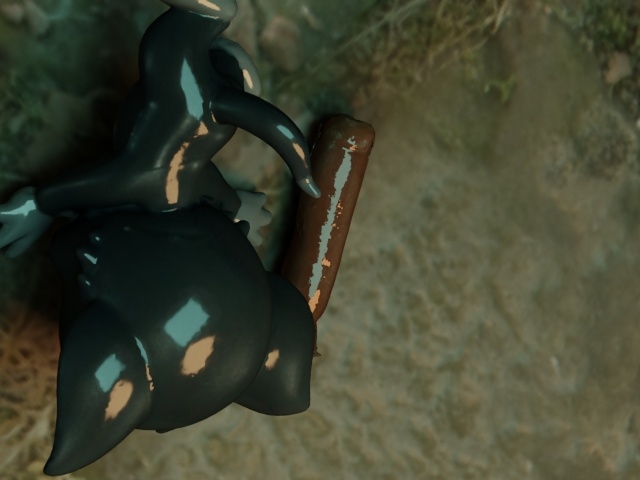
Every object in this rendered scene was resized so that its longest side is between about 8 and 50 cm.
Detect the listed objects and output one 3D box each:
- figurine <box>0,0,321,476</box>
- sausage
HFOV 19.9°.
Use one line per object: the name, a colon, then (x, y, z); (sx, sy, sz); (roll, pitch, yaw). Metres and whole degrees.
figurine: (-0.067, -0.013, 1.018); (0.193, 0.140, 0.265); (-1, 121, -50)
sausage: (0.000, 0.000, 1.120); (0.042, 0.036, 0.158); (8, 101, -22)
